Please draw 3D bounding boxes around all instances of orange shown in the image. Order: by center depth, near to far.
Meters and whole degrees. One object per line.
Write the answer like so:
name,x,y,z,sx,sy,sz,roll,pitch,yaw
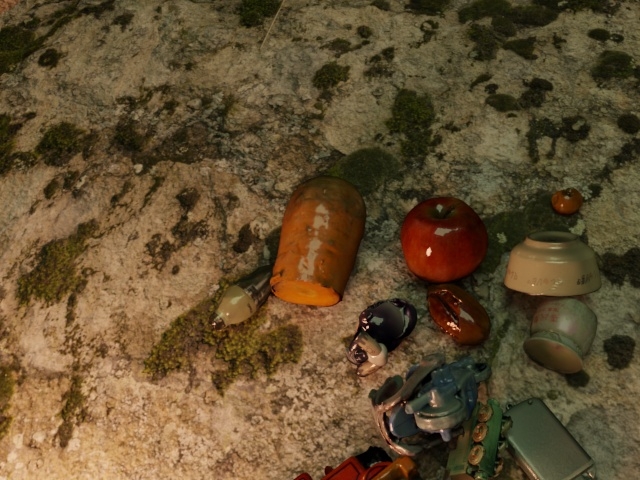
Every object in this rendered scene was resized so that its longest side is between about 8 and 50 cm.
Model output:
orange,0.701,-0.114,1.900,0.086,0.062,0.086,-2,57,3

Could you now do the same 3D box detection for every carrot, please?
carrot,0.000,0.000,1.782,0.224,0.224,0.340,7,62,9

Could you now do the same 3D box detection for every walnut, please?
walnut,0.341,0.180,1.686,0.116,0.115,0.207,-32,58,-18

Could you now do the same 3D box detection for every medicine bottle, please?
medicine bottle,0.574,0.227,1.608,0.147,0.147,0.143,23,61,20

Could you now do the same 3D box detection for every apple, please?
apple,0.318,0.007,1.757,0.230,0.230,0.230,-2,54,3

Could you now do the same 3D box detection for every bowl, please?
bowl,0.580,0.050,1.677,0.238,0.126,0.238,-3,14,1

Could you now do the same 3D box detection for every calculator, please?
calculator,0.499,0.462,1.504,0.141,0.045,0.246,-28,56,-15

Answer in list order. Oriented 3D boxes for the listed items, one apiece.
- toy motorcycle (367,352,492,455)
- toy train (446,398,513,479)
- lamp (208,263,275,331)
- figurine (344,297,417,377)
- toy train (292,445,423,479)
toy motorcycle,0.232,0.328,1.487,0.241,0.182,0.319,17,19,24
toy train,0.348,0.444,1.485,0.081,0.125,0.194,38,49,-18
lamp,-0.194,0.146,1.762,0.101,0.101,0.250,35,60,26
figurine,0.153,0.218,1.649,0.145,0.145,0.222,16,40,16
toy train,0.045,0.574,1.397,0.369,0.163,0.231,-32,49,-18
